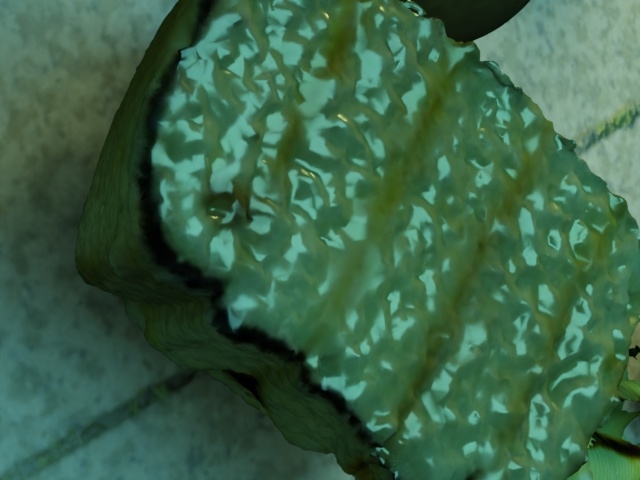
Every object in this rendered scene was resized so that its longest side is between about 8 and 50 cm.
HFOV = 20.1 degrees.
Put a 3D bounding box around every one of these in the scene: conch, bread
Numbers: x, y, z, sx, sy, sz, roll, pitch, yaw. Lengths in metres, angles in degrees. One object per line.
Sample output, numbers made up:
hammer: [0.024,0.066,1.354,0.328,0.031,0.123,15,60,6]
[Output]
conch: [0.195,0.145,1.320,0.250,0.137,0.143,-31,104,-39]
bread: [-0.008,-0.005,1.101,0.395,0.264,0.239,40,74,-30]

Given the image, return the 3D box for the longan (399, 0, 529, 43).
longan: [0.075,-0.233,1.232,0.198,0.198,0.212,25,66,-36]
